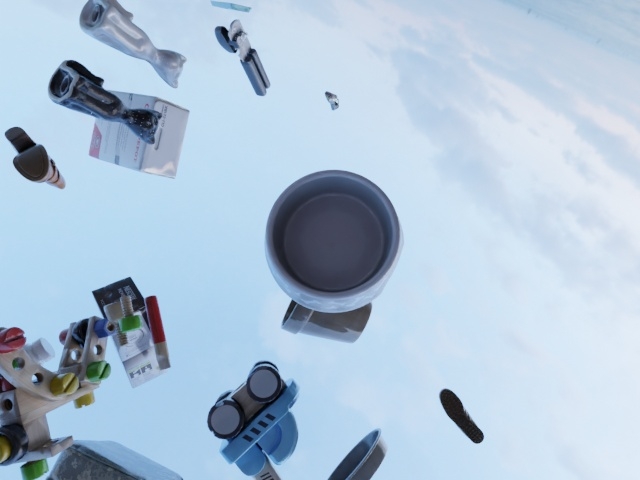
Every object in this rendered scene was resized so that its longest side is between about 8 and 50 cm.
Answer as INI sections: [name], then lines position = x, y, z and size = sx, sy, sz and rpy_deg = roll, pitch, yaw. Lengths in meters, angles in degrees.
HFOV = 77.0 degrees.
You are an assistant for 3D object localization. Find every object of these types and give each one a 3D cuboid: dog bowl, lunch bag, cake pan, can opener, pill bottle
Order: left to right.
[pill bottle]
position = -0.781, 0.319, 1.052
size = 0.137, 0.078, 0.078
rpy_deg = -32, -121, -20
[lunch bag]
position = -0.516, 0.657, 0.959
size = 0.305, 0.212, 0.256
rpy_deg = 16, -112, 15
[can opener]
position = -0.250, -0.610, 1.354
size = 0.093, 0.280, 0.074
rpy_deg = 14, -110, 25
[dog bowl]
position = 0.029, -0.008, 0.952
size = 0.349, 0.102, 0.348
rpy_deg = -1, -103, 3
[cake pan]
position = 0.109, 0.730, 1.284
size = 0.054, 0.293, 0.293
rpy_deg = 44, -140, 13

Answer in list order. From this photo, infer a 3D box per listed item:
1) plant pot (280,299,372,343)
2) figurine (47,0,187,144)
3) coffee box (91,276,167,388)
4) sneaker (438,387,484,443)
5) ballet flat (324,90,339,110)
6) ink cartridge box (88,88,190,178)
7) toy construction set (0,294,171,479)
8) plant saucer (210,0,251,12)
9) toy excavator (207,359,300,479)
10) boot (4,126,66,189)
[plant pot]
position = 0.039, 0.257, 1.577
size = 0.280, 0.323, 0.323
rpy_deg = 27, -145, -4
[figurine]
position = -0.366, -0.315, 0.776
size = 0.092, 0.214, 0.209
rpy_deg = 27, -178, 29
[coffee box]
position = -0.585, 0.285, 1.248
size = 0.119, 0.297, 0.168
rpy_deg = -23, -138, -30
[sneaker]
position = 0.449, 0.568, 1.320
size = 0.064, 0.086, 0.192
rpy_deg = -36, -100, -3
[ballet flat]
position = 0.046, -0.513, 1.466
size = 0.041, 0.041, 0.114
rpy_deg = 36, -179, 18
[ink cartridge box]
position = -0.509, -0.298, 1.123
size = 0.273, 0.196, 0.114
rpy_deg = 19, -172, 33
[toy construction set]
position = -0.418, 0.246, 0.690
size = 0.309, 0.257, 0.237
rpy_deg = -15, -100, -14
[plant saucer]
position = -0.281, -0.726, 1.249
size = 0.067, 0.018, 0.192
rpy_deg = -7, -149, -32
[toy excavator]
position = -0.175, 0.659, 1.229
size = 0.433, 0.222, 0.445
rpy_deg = -41, -95, -15
[boot]
position = -0.670, -0.170, 0.978
size = 0.073, 0.152, 0.197
rpy_deg = -32, -118, -18
